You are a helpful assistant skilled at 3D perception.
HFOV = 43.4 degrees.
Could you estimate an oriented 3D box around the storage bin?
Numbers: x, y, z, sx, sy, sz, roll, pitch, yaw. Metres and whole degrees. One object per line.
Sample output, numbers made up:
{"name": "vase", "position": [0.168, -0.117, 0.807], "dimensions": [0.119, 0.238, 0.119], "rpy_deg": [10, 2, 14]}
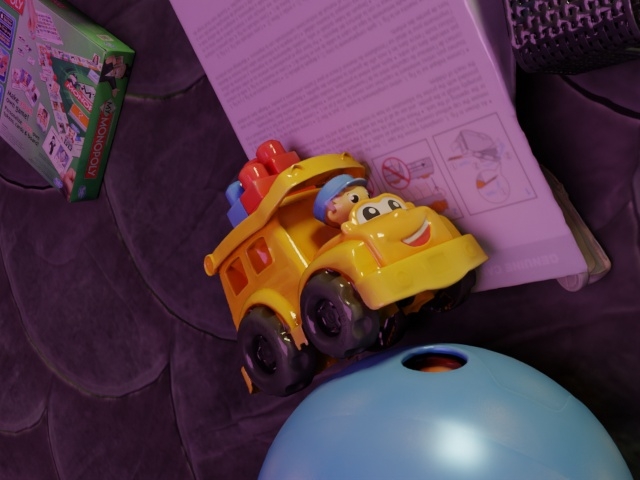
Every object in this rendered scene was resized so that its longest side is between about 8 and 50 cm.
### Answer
{"name": "storage bin", "position": [0.182, -0.212, 0.552], "dimensions": [0.084, 0.122, 0.180], "rpy_deg": [-9, 92, 41]}

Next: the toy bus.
{"name": "toy bus", "position": [0.000, 0.000, 0.677], "dimensions": [0.220, 0.150, 0.211], "rpy_deg": [-39, 73, 49]}

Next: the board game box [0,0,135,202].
{"name": "board game box", "position": [-0.381, -0.222, 1.075], "dimensions": [0.317, 0.046, 0.213], "rpy_deg": [39, 119, 29]}

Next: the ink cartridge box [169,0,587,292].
{"name": "ink cartridge box", "position": [0.045, -0.134, 0.702], "dimensions": [0.308, 0.091, 0.384], "rpy_deg": [-16, 105, 49]}

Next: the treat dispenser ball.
{"name": "treat dispenser ball", "position": [0.091, 0.220, 0.599], "dimensions": [0.288, 0.288, 0.288], "rpy_deg": [8, 103, 39]}

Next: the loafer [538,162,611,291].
{"name": "loafer", "position": [0.187, -0.020, 0.644], "dimensions": [0.125, 0.039, 0.045], "rpy_deg": [65, 160, 15]}
